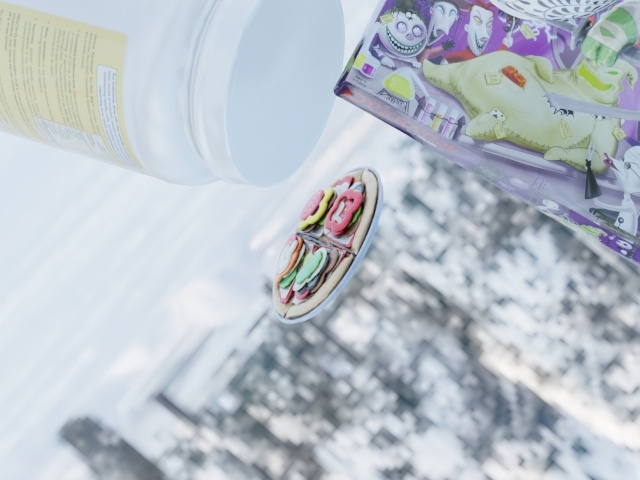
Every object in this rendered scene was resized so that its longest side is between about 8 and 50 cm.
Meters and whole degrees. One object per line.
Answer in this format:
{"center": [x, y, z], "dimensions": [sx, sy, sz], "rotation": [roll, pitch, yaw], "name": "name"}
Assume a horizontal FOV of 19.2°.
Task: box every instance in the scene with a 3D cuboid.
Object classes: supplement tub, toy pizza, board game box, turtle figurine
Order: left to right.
{"center": [-0.170, -0.187, 1.746], "dimensions": [0.241, 0.331, 0.241], "rotation": [-40, 139, -47], "name": "supplement tub"}
{"center": [0.000, 0.000, 2.125], "dimensions": [0.201, 0.032, 0.201], "rotation": [-46, -154, 30], "name": "toy pizza"}
{"center": [0.207, -0.141, 1.715], "dimensions": [0.208, 0.347, 0.056], "rotation": [-65, -170, -20], "name": "board game box"}
{"center": [0.277, -0.109, 1.520], "dimensions": [0.274, 0.266, 0.198], "rotation": [-16, 143, -5], "name": "turtle figurine"}

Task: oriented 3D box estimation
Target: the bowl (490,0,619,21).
{"center": [0.166, -0.219, 1.427], "dimensions": [0.170, 0.170, 0.080], "rotation": [-48, 170, -43], "name": "bowl"}
